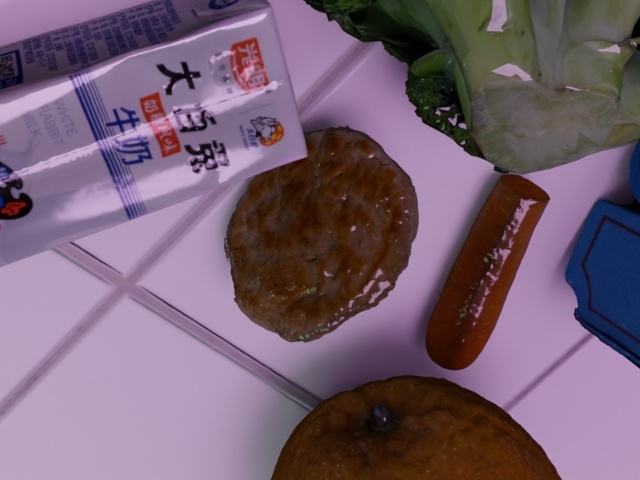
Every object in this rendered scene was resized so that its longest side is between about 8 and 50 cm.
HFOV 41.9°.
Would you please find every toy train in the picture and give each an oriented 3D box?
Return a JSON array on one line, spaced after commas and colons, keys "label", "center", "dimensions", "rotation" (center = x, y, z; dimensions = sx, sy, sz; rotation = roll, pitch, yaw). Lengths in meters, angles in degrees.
[{"label": "toy train", "center": [0.406, 0.033, 0.803], "dimensions": [0.187, 0.300, 0.265], "rotation": [14, 104, -28]}]

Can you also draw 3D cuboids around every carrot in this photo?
[{"label": "carrot", "center": [0.164, 0.042, 0.863], "dimensions": [0.067, 0.067, 0.225], "rotation": [7, 117, -25]}]

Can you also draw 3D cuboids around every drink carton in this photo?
[{"label": "drink carton", "center": [-0.175, -0.082, 0.621], "dimensions": [0.314, 0.107, 0.131], "rotation": [-20, 128, -9]}]

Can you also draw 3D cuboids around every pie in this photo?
[{"label": "pie", "center": [0.000, 0.000, 0.717], "dimensions": [0.193, 0.163, 0.079], "rotation": [-45, 146, 18]}]

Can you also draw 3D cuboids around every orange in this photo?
[{"label": "orange", "center": [0.101, 0.306, 0.862], "dimensions": [0.322, 0.322, 0.357], "rotation": [-19, 117, -9]}]

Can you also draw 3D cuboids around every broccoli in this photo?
[{"label": "broccoli", "center": [0.152, -0.198, 0.549], "dimensions": [0.321, 0.310, 0.413], "rotation": [-31, 151, -2]}]
